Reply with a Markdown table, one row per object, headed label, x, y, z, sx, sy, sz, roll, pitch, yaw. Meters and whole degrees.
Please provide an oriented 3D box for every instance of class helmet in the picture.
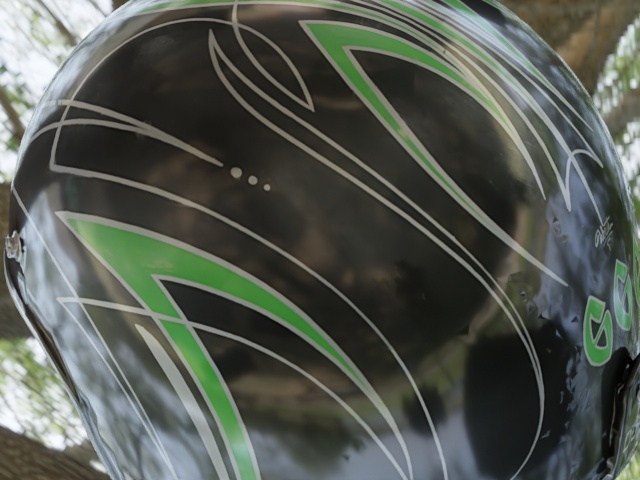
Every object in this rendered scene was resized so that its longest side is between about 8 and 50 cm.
| label | x | y | z | sx | sy | sz | roll | pitch | yaw |
| --- | --- | --- | --- | --- | --- | --- | --- | --- | --- |
| helmet | 0.000 | 0.000 | 0.473 | 0.169 | 0.169 | 0.161 | -24 | -72 | 3 |
